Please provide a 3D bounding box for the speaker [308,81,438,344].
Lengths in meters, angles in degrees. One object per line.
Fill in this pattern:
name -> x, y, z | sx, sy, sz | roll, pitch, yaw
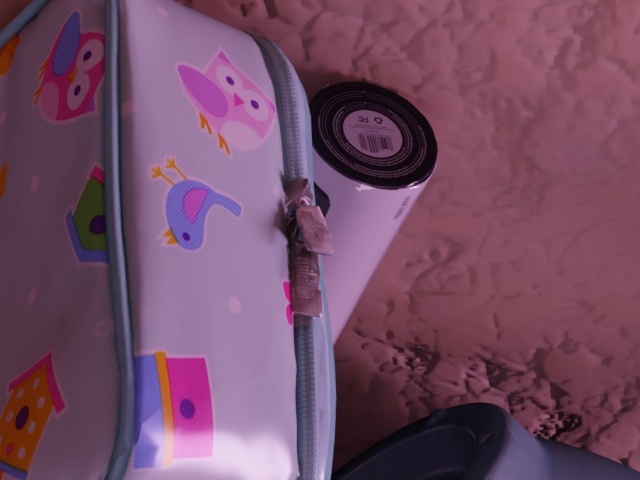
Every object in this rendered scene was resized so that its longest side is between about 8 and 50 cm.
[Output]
speaker -> 0.000, 0.000, 0.547 | 0.055, 0.055, 0.136 | 18, 139, -8

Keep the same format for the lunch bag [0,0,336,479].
lunch bag -> -0.111, 0.039, 0.492 | 0.108, 0.224, 0.279 | 24, 141, -38

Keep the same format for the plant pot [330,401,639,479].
plant pot -> 0.072, 0.202, 0.620 | 0.293, 0.293, 0.196 | -31, 100, 38
